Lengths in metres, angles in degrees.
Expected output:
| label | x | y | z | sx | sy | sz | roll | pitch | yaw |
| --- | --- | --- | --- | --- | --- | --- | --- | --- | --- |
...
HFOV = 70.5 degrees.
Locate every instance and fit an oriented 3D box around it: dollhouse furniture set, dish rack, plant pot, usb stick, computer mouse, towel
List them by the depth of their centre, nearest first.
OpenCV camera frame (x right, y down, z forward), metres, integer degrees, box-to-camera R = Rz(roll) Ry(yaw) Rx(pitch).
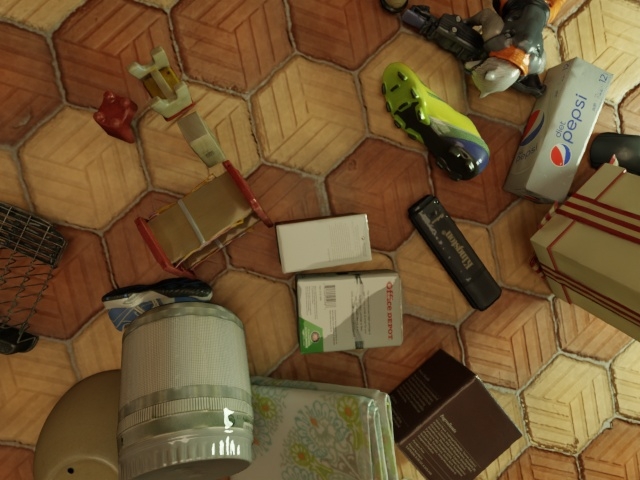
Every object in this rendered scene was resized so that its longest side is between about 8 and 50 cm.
| label | x | y | z | sx | sy | sz | roll | pitch | yaw |
| --- | --- | --- | --- | --- | --- | --- | --- | --- | --- |
| plant pot | -0.402 | 0.411 | 0.840 | 0.284 | 0.191 | 0.284 | -1 | 95 | -7 |
| dish rack | -0.606 | 0.066 | 0.850 | 0.208 | 0.074 | 0.272 | 25 | 89 | -10 |
| dollhouse furniture set | -0.273 | -0.138 | 0.858 | 0.201 | 0.152 | 0.374 | -32 | 80 | -3 |
| towel | -0.028 | 0.426 | 0.859 | 0.374 | 0.090 | 0.321 | -5 | 92 | 30 |
| usb stick | 0.290 | 0.028 | 0.972 | 0.077 | 0.045 | 0.278 | -37 | 98 | -2 |
| computer mouse | 0.739 | -0.217 | 1.003 | 0.262 | 0.060 | 0.184 | 15 | 93 | -8 |

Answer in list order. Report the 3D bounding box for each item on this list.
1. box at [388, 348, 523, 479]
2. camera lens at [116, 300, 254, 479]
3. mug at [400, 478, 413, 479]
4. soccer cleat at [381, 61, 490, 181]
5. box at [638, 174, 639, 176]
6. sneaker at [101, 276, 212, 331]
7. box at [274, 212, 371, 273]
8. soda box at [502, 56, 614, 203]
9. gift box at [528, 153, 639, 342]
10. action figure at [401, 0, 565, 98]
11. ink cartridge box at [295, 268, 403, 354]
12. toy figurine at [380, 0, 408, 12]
| label | x | y | z | sx | sy | sz | roll | pitch | yaw |
| --- | --- | --- | --- | --- | --- | --- | --- | --- | --- |
| box | 0.254 | 0.369 | 0.931 | 0.203 | 0.168 | 0.167 | -40 | 98 | -2 |
| camera lens | -0.233 | 0.261 | 0.791 | 0.219 | 0.219 | 0.274 | -10 | 55 | -6 |
| mug | 0.187 | 0.565 | 0.994 | 0.078 | 0.062 | 0.064 | -8 | 88 | -13 |
| soccer cleat | 0.239 | -0.251 | 0.937 | 0.289 | 0.093 | 0.121 | 49 | 57 | -4 |
| box | 0.811 | -0.041 | 0.960 | 0.165 | 0.143 | 0.270 | -30 | 109 | -5 |
| sneaker | -0.314 | 0.125 | 0.892 | 0.211 | 0.080 | 0.081 | -8 | 102 | 3 |
| box | 0.000 | 0.000 | 0.890 | 0.170 | 0.130 | 0.091 | -8 | 96 | -7 |
| soda box | 0.496 | -0.225 | 0.955 | 0.098 | 0.091 | 0.286 | 20 | 92 | -10 |
| gift box | 0.588 | 0.003 | 0.885 | 0.255 | 0.258 | 0.276 | -41 | 126 | -6 |
| action figure | 0.349 | -0.446 | 0.883 | 0.341 | 0.178 | 0.330 | 18 | 83 | -9 |
| ink cartridge box | 0.056 | 0.141 | 0.929 | 0.208 | 0.087 | 0.153 | -2 | 94 | -6 |
| toy figurine | 0.158 | -0.582 | 0.865 | 0.213 | 0.148 | 0.209 | 45 | 82 | -6 |
